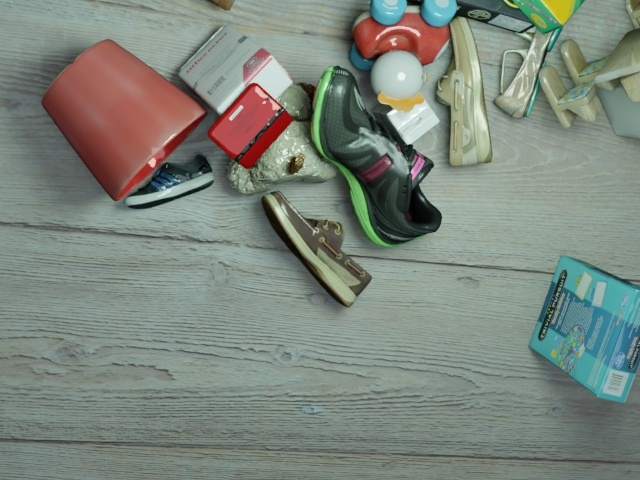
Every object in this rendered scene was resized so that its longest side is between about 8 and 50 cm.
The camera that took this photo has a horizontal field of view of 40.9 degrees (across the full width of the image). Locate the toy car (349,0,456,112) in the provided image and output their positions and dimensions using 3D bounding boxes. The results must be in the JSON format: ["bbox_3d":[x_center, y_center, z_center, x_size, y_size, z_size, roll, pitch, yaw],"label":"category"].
[{"bbox_3d":[0.180,-0.370,1.813,0.211,0.219,0.237,-1,70,-13],"label":"toy car"}]

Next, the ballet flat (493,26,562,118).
[{"bbox_3d":[0.484,-0.441,1.979,0.106,0.107,0.315,22,96,11],"label":"ballet flat"}]

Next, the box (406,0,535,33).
[{"bbox_3d":[0.309,-0.654,1.859,0.395,0.097,0.318,12,84,-15],"label":"box"}]

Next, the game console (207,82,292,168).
[{"bbox_3d":[-0.140,-0.228,1.721,0.124,0.085,0.144,42,92,-16],"label":"game console"}]

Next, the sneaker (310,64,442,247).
[{"bbox_3d":[0.132,-0.186,1.847,0.202,0.185,0.482,-6,136,30],"label":"sneaker"}]

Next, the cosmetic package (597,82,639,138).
[{"bbox_3d":[0.815,-0.327,1.937,0.197,0.365,0.155,-34,109,-6],"label":"cosmetic package"}]

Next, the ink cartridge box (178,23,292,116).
[{"bbox_3d":[-0.181,-0.338,1.780,0.158,0.218,0.092,-45,134,0],"label":"ink cartridge box"}]

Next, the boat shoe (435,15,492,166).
[{"bbox_3d":[0.315,-0.339,1.948,0.110,0.122,0.340,-8,92,12],"label":"boat shoe"}]

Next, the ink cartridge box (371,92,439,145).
[{"bbox_3d":[0.191,-0.279,1.921,0.092,0.143,0.090,-39,108,-2],"label":"ink cartridge box"}]

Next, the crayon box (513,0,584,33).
[{"bbox_3d":[0.449,-0.597,1.807,0.278,0.081,0.165,44,77,-13],"label":"crayon box"}]

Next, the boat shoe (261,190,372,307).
[{"bbox_3d":[0.000,0.000,1.960,0.123,0.123,0.342,-43,112,-8],"label":"boat shoe"}]

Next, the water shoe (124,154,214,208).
[{"bbox_3d":[-0.338,-0.129,1.884,0.203,0.073,0.080,-18,84,-12],"label":"water shoe"}]

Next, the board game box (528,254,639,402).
[{"bbox_3d":[0.641,0.198,2.031,0.079,0.336,0.253,15,99,-16],"label":"board game box"}]

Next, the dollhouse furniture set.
[{"bbox_3d":[0.700,-0.485,1.873,0.394,0.362,0.256,-48,114,-38],"label":"dollhouse furniture set"}]

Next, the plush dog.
[{"bbox_3d":[-0.086,-0.237,1.860,0.263,0.210,0.225,-11,81,-10],"label":"plush dog"}]

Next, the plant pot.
[{"bbox_3d":[-0.409,-0.254,1.742,0.275,0.275,0.243,-45,97,0],"label":"plant pot"}]

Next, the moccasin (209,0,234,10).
[{"bbox_3d":[-0.123,-0.653,1.767,0.147,0.139,0.380,32,94,-18],"label":"moccasin"}]
